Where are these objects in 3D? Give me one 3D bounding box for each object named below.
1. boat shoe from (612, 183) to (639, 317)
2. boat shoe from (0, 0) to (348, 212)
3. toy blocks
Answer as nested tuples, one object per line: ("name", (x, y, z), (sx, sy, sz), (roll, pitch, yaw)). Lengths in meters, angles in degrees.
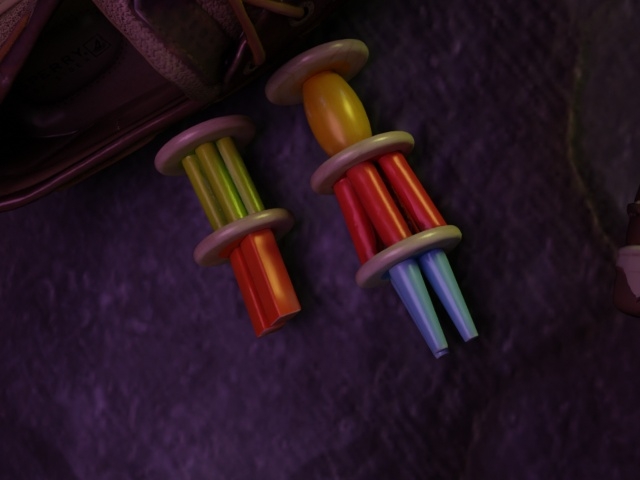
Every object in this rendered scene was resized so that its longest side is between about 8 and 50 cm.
("boat shoe", (0.234, -0.003, 0.559), (0.258, 0.095, 0.095), (7, 86, 29))
("boat shoe", (-0.050, -0.111, 0.671), (0.342, 0.123, 0.123), (-26, 38, 30))
("toy blocks", (0.000, 0.000, 0.707), (0.123, 0.054, 0.148), (-32, 74, 23))
